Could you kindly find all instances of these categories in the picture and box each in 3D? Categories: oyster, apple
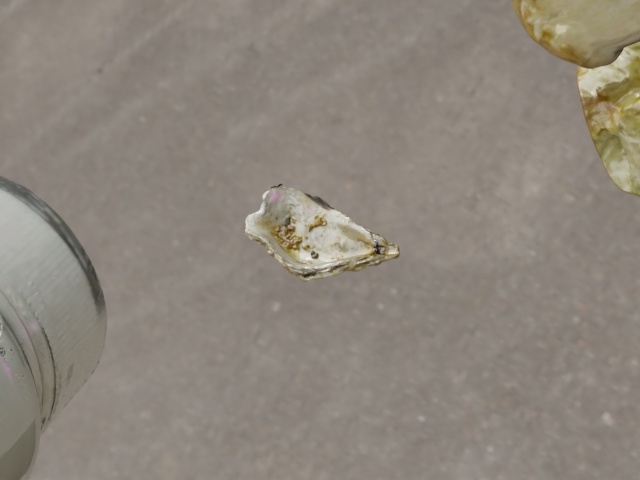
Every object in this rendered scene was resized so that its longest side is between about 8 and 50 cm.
[{"bbox_3d":[-0.001,0.003,0.964,0.093,0.034,0.051,33,75,23],"label":"oyster"},{"bbox_3d":[0.241,-0.103,1.032,0.147,0.156,0.158,-50,-24,-56],"label":"apple"}]

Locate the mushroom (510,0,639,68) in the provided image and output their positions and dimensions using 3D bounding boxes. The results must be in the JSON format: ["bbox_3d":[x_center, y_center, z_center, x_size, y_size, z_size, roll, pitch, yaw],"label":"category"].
[{"bbox_3d":[0.198,-0.176,0.657,0.351,0.095,0.123,-26,74,52],"label":"mushroom"}]

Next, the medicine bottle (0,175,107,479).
[{"bbox_3d":[-0.189,0.078,0.587,0.143,0.143,0.258,-34,12,35],"label":"medicine bottle"}]
